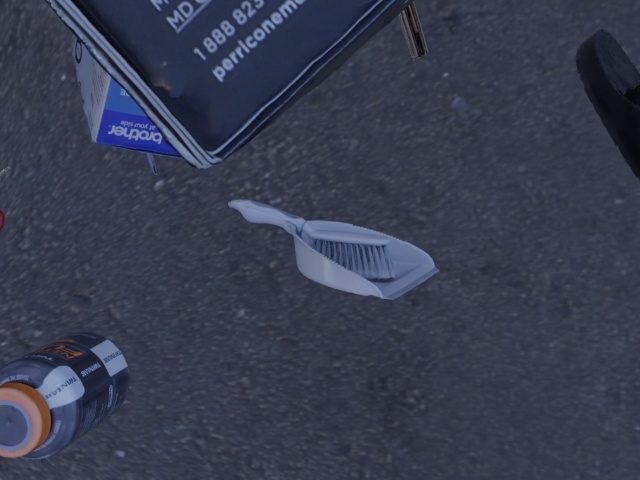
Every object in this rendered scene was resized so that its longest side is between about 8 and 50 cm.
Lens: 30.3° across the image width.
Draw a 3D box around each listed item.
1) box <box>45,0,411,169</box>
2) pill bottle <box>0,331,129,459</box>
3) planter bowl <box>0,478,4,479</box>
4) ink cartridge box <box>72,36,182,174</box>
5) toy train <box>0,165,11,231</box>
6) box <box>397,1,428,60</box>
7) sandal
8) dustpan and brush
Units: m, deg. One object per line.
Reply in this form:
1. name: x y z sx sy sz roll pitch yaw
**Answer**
1. box: -0.058 -0.354 0.668 0.297 0.480 0.472 -41 96 21
2. pill bottle: -0.347 0.203 1.519 0.130 0.245 0.130 1 97 11
3. planter bowl: -0.159 0.184 0.450 0.162 0.162 0.109 -37 104 -21
4. ink cartridge box: -0.198 -0.281 1.442 0.151 0.270 0.395 10 119 -23
5. toy train: -0.508 -0.080 1.707 0.105 0.248 0.143 24 39 -36
6. box: 0.083 -0.303 1.339 0.021 0.201 0.164 -17 109 6
7. sandal: 0.313 -0.052 0.907 0.107 0.446 0.167 -39 118 19
8. dustpan and brush: 0.000 0.000 1.179 0.147 0.211 0.060 -24 120 -63
